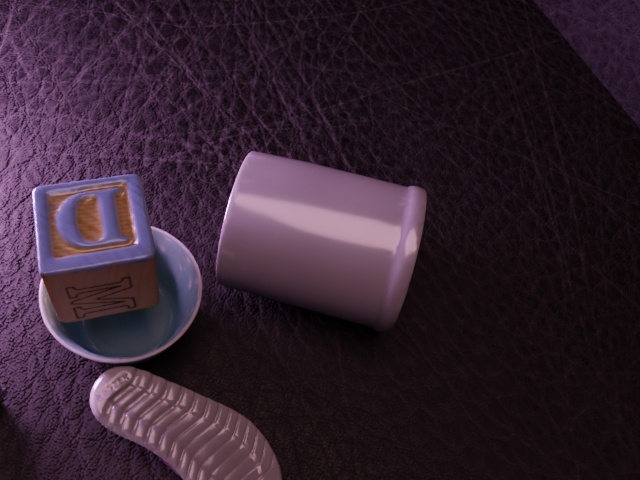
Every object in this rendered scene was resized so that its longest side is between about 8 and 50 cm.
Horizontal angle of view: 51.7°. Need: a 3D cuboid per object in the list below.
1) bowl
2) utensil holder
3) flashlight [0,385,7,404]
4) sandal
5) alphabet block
[{"bbox_3d":[-0.402,0.134,1.369,0.312,0.163,0.311,5,59,-8],"label":"bowl"},{"bbox_3d":[0.000,0.000,1.437,0.386,0.327,0.327,13,57,1],"label":"utensil holder"},{"bbox_3d":[-0.694,0.357,1.172,0.103,0.103,0.304,35,35,3],"label":"flashlight"},{"bbox_3d":[-0.251,0.380,1.279,0.416,0.102,0.169,38,59,-4],"label":"sandal"},{"bbox_3d":[-0.411,0.016,1.228,0.194,0.197,0.192,-8,59,-16],"label":"alphabet block"}]
